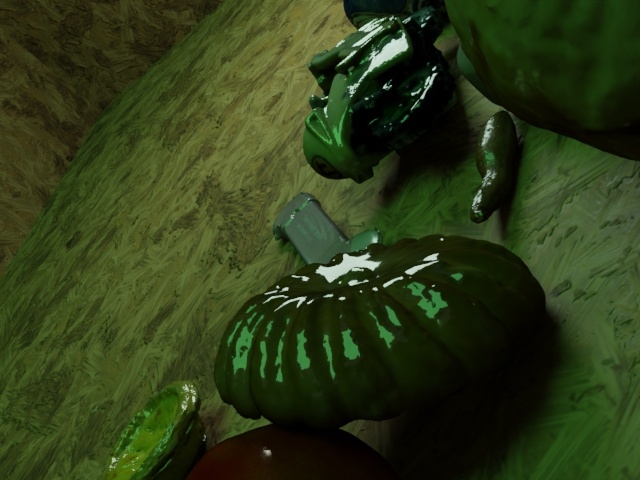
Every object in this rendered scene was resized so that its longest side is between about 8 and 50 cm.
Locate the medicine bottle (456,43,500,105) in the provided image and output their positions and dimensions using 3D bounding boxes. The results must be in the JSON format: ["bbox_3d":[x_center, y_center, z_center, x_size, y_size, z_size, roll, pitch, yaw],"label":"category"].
[{"bbox_3d":[0.336,-0.326,1.196,0.375,0.123,0.282,-54,21,-12],"label":"medicine bottle"}]

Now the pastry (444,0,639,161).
[{"bbox_3d":[0.284,-0.228,0.835,0.389,0.312,0.388,-1,39,1],"label":"pastry"}]

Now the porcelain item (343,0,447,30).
[{"bbox_3d":[0.123,-0.443,1.699,0.138,0.186,0.288,-57,22,-14],"label":"porcelain item"}]

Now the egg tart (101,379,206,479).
[{"bbox_3d":[-0.214,0.275,1.319,0.191,0.074,0.191,-41,24,22],"label":"egg tart"}]

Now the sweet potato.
[{"bbox_3d":[0.198,-0.077,1.146,0.050,0.050,0.214,-32,26,36],"label":"sweet potato"}]

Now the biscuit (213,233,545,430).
[{"bbox_3d":[0.049,0.072,0.951,0.326,0.107,0.326,-15,13,4],"label":"biscuit"}]

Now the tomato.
[{"bbox_3d":[-0.034,0.270,0.862,0.260,0.180,0.260,-36,28,23],"label":"tomato"}]

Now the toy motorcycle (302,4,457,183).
[{"bbox_3d":[0.089,-0.215,1.434,0.237,0.168,0.410,-33,21,21],"label":"toy motorcycle"}]

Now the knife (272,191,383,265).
[{"bbox_3d":[0.000,0.000,1.411,0.132,0.038,0.398,-46,21,2],"label":"knife"}]
